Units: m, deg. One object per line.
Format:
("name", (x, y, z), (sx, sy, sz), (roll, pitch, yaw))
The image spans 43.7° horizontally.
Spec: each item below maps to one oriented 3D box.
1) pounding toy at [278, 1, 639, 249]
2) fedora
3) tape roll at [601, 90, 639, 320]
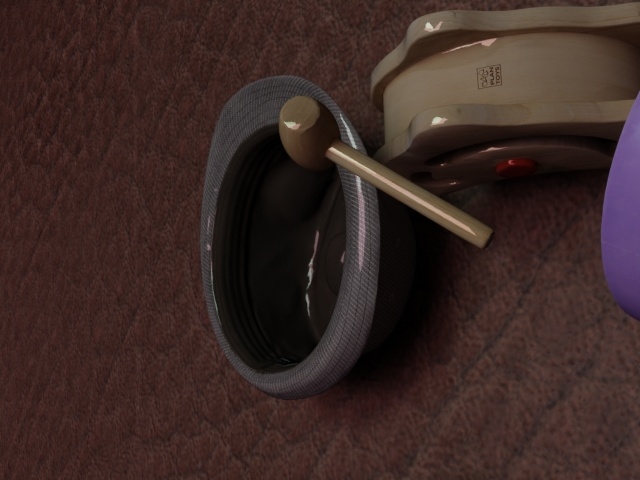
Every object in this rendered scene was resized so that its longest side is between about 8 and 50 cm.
("pounding toy", (0.112, -0.054, 0.542), (0.270, 0.154, 0.154), (-2, 76, 3))
("fedora", (0.000, 0.000, 0.712), (0.244, 0.124, 0.275), (-5, 85, 49))
("tape roll", (0.237, -0.029, 0.416), (0.080, 0.189, 0.189), (29, 102, 46))
